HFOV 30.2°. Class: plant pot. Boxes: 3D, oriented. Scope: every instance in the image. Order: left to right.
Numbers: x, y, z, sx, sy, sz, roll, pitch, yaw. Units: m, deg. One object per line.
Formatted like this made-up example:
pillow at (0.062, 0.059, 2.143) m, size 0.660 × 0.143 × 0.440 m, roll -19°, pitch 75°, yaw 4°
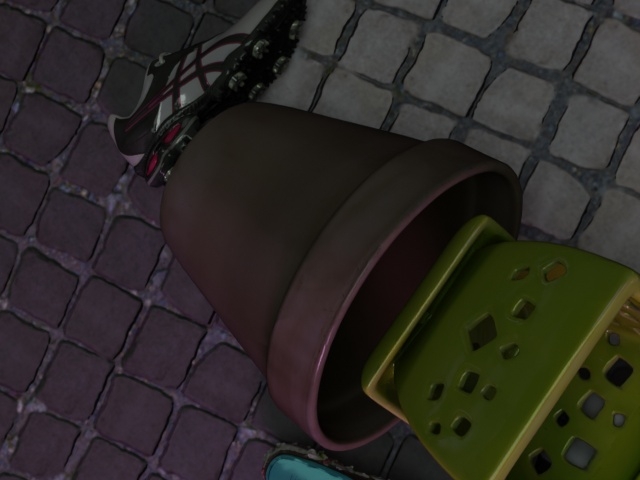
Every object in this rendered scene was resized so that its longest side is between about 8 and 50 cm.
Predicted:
plant pot at (0.000, 0.000, 1.205) m, size 0.280 × 0.323 × 0.323 m, roll 35°, pitch 94°, yaw 28°
plant pot at (0.187, 0.123, 1.073) m, size 0.207 × 0.227 × 0.228 m, roll 31°, pitch 85°, yaw 45°

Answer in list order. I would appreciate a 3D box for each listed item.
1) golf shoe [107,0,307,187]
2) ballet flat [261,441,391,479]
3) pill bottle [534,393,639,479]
golf shoe at (-0.130, -0.187, 1.324) m, size 0.120 × 0.105 × 0.273 m, roll 42°, pitch 95°, yaw 18°
ballet flat at (0.049, 0.282, 1.271) m, size 0.241 × 0.077 × 0.091 m, roll 30°, pitch 94°, yaw 9°
pill bottle at (0.275, 0.294, 1.184) m, size 0.162 × 0.162 × 0.278 m, roll 22°, pitch 90°, yaw 12°
